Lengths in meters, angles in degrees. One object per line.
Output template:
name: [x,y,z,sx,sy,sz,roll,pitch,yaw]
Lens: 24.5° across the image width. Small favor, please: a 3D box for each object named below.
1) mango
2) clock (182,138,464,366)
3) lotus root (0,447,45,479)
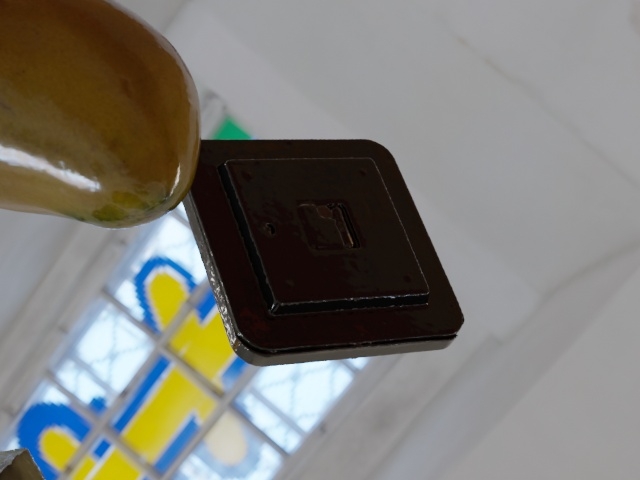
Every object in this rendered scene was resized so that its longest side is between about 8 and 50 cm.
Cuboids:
mango: [-0.236,-0.120,1.260,0.317,0.211,0.173,24,164,19]
clock: [0.000,0.000,1.582,0.273,0.049,0.279,-4,-124,-29]
lotus root: [-0.253,0.243,1.267,0.070,0.143,0.144,-43,-69,-34]
